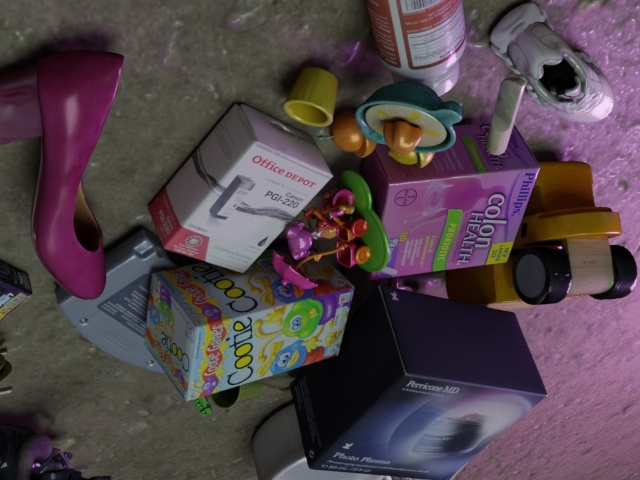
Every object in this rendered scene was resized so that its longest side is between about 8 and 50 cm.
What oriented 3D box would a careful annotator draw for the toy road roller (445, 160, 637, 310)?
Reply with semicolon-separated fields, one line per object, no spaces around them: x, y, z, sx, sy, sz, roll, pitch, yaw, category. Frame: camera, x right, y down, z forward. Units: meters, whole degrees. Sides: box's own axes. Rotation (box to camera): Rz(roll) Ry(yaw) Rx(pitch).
0.374;-0.004;1.647;0.203;0.240;0.330;-2;172;-28;toy road roller

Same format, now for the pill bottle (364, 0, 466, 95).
0.122;-0.287;1.210;0.121;0.121;0.216;-24;142;-3;pill bottle

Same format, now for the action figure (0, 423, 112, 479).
-0.500;0.338;1.534;0.342;0.178;0.330;-9;151;19;action figure

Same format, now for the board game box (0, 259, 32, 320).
-0.519;0.084;1.332;0.170;0.048;0.141;-37;142;12;board game box

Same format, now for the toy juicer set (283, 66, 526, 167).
0.129;-0.140;1.268;0.329;0.089;0.209;7;159;28;toy juicer set

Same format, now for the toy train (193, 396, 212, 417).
-0.222;0.303;1.767;0.024;0.017;0.083;-30;142;-11;toy train

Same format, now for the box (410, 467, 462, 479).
0.283;0.370;1.932;0.169;0.087;0.290;-58;172;32;box

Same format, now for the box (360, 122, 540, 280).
0.188;-0.062;1.486;0.243;0.117;0.213;-7;138;-15;box

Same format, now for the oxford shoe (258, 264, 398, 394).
-0.003;0.147;1.629;0.130;0.123;0.348;18;124;-38;oxford shoe

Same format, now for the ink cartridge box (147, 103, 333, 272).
-0.114;-0.070;1.349;0.159;0.092;0.218;20;121;-43;ink cartridge box

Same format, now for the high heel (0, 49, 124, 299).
-0.291;-0.067;1.216;0.181;0.127;0.377;-12;137;0;high heel

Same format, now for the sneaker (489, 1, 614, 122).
0.363;-0.234;1.408;0.110;0.118;0.292;-45;139;20;sneaker

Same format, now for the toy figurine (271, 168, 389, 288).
0.000;0.000;1.402;0.159;0.130;0.173;-26;126;-29;toy figurine

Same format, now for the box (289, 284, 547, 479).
0.155;0.248;1.572;0.296;0.182;0.294;12;133;-30;box

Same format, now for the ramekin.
-0.007;0.436;1.934;0.277;0.135;0.277;-15;142;-12;ramekin

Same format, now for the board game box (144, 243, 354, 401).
-0.109;0.115;1.449;0.275;0.144;0.142;-13;130;-34;board game box

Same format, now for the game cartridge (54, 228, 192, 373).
-0.269;0.109;1.495;0.196;0.060;0.294;-36;140;6;game cartridge

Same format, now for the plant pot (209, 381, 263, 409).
-0.148;0.263;1.722;0.079;0.083;0.083;7;132;-51;plant pot

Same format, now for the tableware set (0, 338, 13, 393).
-0.556;0.197;1.391;0.194;0.128;0.039;-11;116;-18;tableware set

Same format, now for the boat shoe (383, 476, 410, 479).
0.173;0.501;2.138;0.091;0.109;0.305;-25;147;-2;boat shoe
